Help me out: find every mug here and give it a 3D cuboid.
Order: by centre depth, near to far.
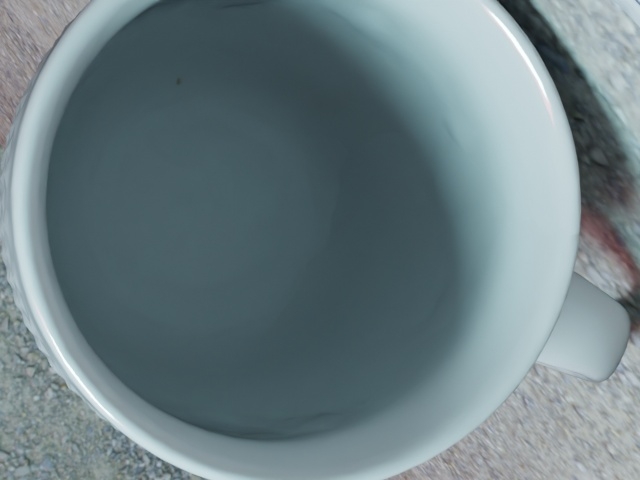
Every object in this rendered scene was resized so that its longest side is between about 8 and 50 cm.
[{"bbox_3d":[0.000,0.000,0.934,0.374,0.276,0.328,20,175,-13],"label":"mug"}]

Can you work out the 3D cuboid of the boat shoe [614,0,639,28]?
[{"bbox_3d":[0.149,-0.100,0.557,0.258,0.095,0.084,41,166,22],"label":"boat shoe"}]
